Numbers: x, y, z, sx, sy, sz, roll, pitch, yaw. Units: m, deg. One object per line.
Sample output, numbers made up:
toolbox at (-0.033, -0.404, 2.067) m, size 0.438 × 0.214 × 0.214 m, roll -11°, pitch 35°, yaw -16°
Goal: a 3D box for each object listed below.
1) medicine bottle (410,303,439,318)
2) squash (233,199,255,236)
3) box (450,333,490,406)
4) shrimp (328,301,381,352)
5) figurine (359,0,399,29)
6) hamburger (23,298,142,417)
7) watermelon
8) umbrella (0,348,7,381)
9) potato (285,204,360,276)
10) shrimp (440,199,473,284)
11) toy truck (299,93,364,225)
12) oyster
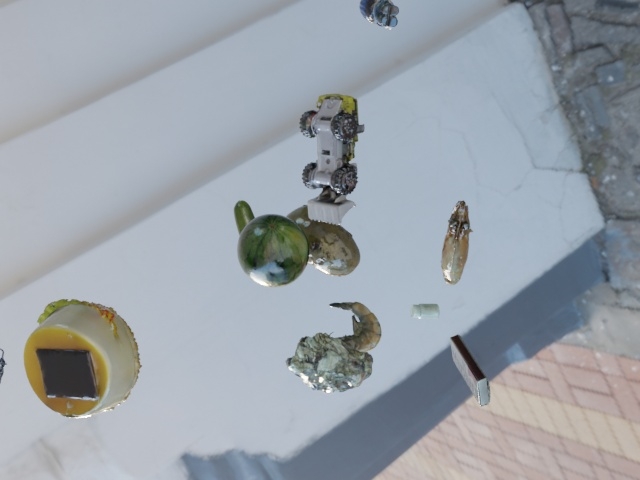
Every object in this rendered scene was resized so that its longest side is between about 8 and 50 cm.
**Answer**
medicine bottle at (0.322, 0.218, 2.255) m, size 0.047 × 0.083 × 0.047 m, roll -178°, pitch 90°, yaw -80°
squash at (-0.209, -0.004, 2.230) m, size 0.252 × 0.066 × 0.066 m, roll 69°, pitch 160°, yaw 10°
box at (0.417, 0.361, 2.039) m, size 0.177 × 0.035 × 0.115 m, roll -117°, pitch 9°, yaw -50°
shrimp at (0.061, 0.247, 2.043) m, size 0.051 × 0.217 × 0.150 m, roll -10°, pitch -89°, yaw -77°
figurine at (0.139, -0.526, 1.681) m, size 0.149 × 0.087 × 0.086 m, roll -103°, pitch 12°, yaw -60°
hamburger at (-0.570, 0.282, 1.770) m, size 0.276 × 0.179 × 0.294 m, roll -5°, pitch 102°, yaw 22°
watermelon at (-0.123, 0.035, 1.900) m, size 0.188 × 0.188 × 0.215 m, roll 43°, pitch 150°, yaw 31°
umbrella at (-0.618, 0.253, 1.409) m, size 0.022 × 0.013 × 0.122 m, roll 17°, pitch 124°, yaw -3°
potato at (0.000, 0.000, 2.098) m, size 0.262 × 0.165 × 0.165 m, roll 29°, pitch 148°, yaw 23°
shrimp at (0.320, -0.007, 1.720) m, size 0.062 × 0.154 × 0.294 m, roll 6°, pitch 147°, yaw 5°
toy truck at (0.033, -0.183, 1.634) m, size 0.136 × 0.111 × 0.286 m, roll 14°, pitch 107°, yaw 44°
oyster at (0.026, 0.275, 1.618) m, size 0.252 × 0.199 × 0.087 m, roll 79°, pitch 166°, yaw -51°
